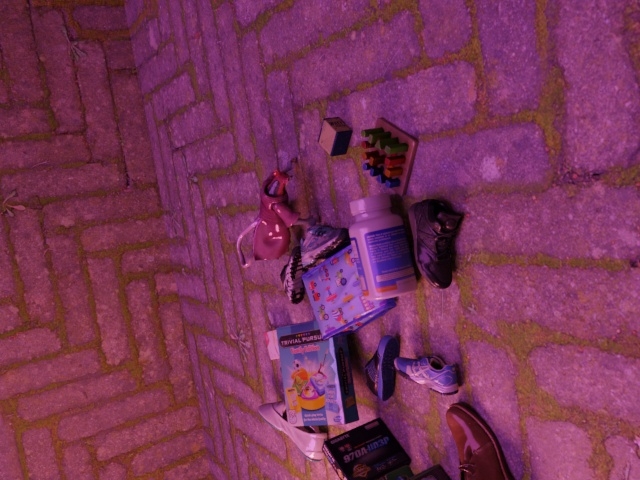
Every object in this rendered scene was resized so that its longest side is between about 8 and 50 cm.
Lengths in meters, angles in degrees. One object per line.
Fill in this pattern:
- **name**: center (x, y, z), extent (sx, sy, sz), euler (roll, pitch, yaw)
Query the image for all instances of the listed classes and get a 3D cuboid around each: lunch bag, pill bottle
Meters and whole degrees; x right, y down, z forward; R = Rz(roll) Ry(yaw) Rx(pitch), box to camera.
- **lunch bag**: center (0.098, 0.144, 1.793), extent (0.293, 0.138, 0.221), euler (-39, 65, 46)
- **pill bottle**: center (0.163, 0.015, 1.598), extent (0.152, 0.152, 0.272), euler (-12, 90, 59)

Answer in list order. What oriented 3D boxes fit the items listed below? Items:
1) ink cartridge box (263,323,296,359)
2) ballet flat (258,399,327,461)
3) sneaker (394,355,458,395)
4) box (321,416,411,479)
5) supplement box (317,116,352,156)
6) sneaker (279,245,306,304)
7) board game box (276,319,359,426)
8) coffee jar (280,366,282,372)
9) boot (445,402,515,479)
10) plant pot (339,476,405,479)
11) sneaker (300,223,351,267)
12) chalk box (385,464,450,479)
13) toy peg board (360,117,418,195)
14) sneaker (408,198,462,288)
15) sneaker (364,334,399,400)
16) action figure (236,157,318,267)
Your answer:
- **ink cartridge box**: center (-0.146, 0.400, 2.321), extent (0.198, 0.067, 0.116), euler (-28, 76, 58)
- **ballet flat**: center (-0.100, 0.714, 2.332), extent (0.400, 0.139, 0.139), euler (25, 122, 48)
- **sneaker**: center (0.288, 0.347, 1.599), extent (0.211, 0.080, 0.081), euler (11, 104, 47)
- **box**: center (0.140, 0.658, 1.805), extent (0.175, 0.220, 0.051), euler (50, 139, 39)
- **supplement box**: center (0.043, -0.311, 1.763), extent (0.083, 0.056, 0.083), euler (52, 141, 35)
- **sneaker**: center (-0.105, 0.113, 2.140), extent (0.106, 0.078, 0.235), euler (38, 134, 43)
- **board game box**: center (-0.016, 0.438, 1.960), extent (0.253, 0.079, 0.337), euler (-17, 76, 39)
- **coffee jar**: center (-0.082, 0.552, 2.264), extent (0.096, 0.079, 0.185), euler (-49, 58, 50)
- **boot**: center (0.387, 0.558, 1.471), extent (0.306, 0.115, 0.112), euler (63, 148, 24)
- **plant pot**: center (0.149, 0.870, 1.856), extent (0.272, 0.271, 0.255), euler (61, 161, 24)
- **sneaker**: center (0.000, 0.000, 1.901), extent (0.283, 0.110, 0.122), euler (-35, 68, 57)
- **chalk box**: center (0.292, 0.769, 1.642), extent (0.289, 0.180, 0.179), euler (48, 138, 41)
- **toy peg board**: center (0.165, -0.222, 1.576), extent (0.161, 0.079, 0.161), euler (45, 136, 42)
- **sneaker**: center (0.292, 0.005, 1.444), extent (0.130, 0.087, 0.228), euler (159, 103, -65)
- **sneaker**: center (0.177, 0.373, 1.774), extent (0.090, 0.081, 0.233), euler (30, 127, 42)
- **action figure**: center (-0.169, -0.115, 1.999), extent (0.370, 0.275, 0.248), euler (98, 152, -54)
